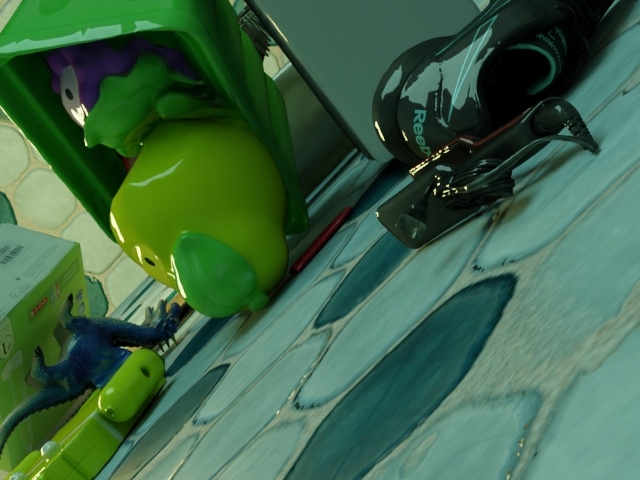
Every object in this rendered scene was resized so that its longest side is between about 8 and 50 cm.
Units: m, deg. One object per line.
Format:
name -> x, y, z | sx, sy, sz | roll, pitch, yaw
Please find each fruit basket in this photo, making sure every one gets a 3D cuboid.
fruit basket -> -0.158, -0.075, 1.442 | 0.283, 0.392, 0.392 | -5, 22, 18

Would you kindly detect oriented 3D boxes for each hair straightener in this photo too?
hair straightener -> 0.090, -0.027, 0.842 | 0.089, 0.047, 0.230 | -49, 11, -22

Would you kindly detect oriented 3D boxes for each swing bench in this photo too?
swing bench -> -0.031, -0.151, 1.835 | 0.253, 0.165, 0.255 | -46, 12, 0

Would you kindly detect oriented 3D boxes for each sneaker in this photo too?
sneaker -> 0.156, -0.144, 0.989 | 0.267, 0.101, 0.106 | -48, 29, -20

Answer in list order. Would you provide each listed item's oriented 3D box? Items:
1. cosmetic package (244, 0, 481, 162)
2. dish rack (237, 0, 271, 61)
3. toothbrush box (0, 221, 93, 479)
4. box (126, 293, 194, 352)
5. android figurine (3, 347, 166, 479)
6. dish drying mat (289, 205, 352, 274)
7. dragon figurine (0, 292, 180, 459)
cosmetic package -> -0.027, -0.301, 1.332 | 0.161, 0.453, 0.230 | -37, 7, 1
dish rack -> -0.029, -0.328, 1.854 | 0.271, 0.074, 0.208 | -42, 14, 12
toothbrush box -> -0.391, 0.154, 1.791 | 0.206, 0.122, 0.283 | -54, -30, -46
box -> -0.233, 0.132, 1.976 | 0.164, 0.021, 0.201 | -47, 6, -9
android figurine -> -0.259, 0.217, 1.491 | 0.248, 0.056, 0.273 | -42, 6, 32
dish drying mat -> 0.000, 0.000, 1.359 | 0.083, 0.008, 0.032 | -48, 8, -16
dragon figurine -> -0.272, 0.161, 1.692 | 0.289, 0.144, 0.085 | -64, 2, -39
